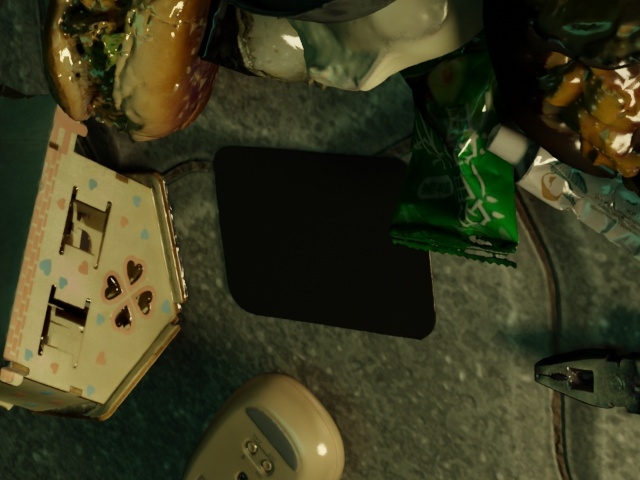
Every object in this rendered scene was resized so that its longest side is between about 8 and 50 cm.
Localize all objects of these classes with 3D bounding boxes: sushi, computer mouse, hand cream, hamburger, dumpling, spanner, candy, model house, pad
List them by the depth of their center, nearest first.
[{"bbox_3d":[0.237,-0.153,1.422,0.213,0.204,0.200,-42,45,6],"label":"sushi"},{"bbox_3d":[0.250,-0.023,1.535,0.257,0.050,0.084,30,122,8],"label":"hand cream"},{"bbox_3d":[0.069,-0.247,1.541,0.258,0.147,0.193,-37,78,15],"label":"dumpling"},{"bbox_3d":[0.319,0.128,1.551,0.324,0.040,0.096,6,110,39],"label":"spanner"},{"bbox_3d":[0.119,-0.083,1.618,0.141,0.078,0.203,13,107,56],"label":"candy"},{"bbox_3d":[-0.003,-0.264,1.645,0.109,0.134,0.273,20,102,17],"label":"sushi"},{"bbox_3d":[-0.153,-0.217,1.693,0.146,0.243,0.286,15,154,8],"label":"hamburger"},{"bbox_3d":[0.000,0.000,1.808,0.267,0.004,0.181,8,112,40],"label":"pad"},{"bbox_3d":[-0.056,0.229,1.895,0.145,0.082,0.236,47,133,16],"label":"computer mouse"},{"bbox_3d":[-0.264,0.028,1.925,0.169,0.244,0.326,-3,71,41],"label":"model house"}]

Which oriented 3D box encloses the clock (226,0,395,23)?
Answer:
[{"bbox_3d":[0.007,-0.327,1.475,0.319,0.066,0.319,-9,76,44],"label":"clock"}]
